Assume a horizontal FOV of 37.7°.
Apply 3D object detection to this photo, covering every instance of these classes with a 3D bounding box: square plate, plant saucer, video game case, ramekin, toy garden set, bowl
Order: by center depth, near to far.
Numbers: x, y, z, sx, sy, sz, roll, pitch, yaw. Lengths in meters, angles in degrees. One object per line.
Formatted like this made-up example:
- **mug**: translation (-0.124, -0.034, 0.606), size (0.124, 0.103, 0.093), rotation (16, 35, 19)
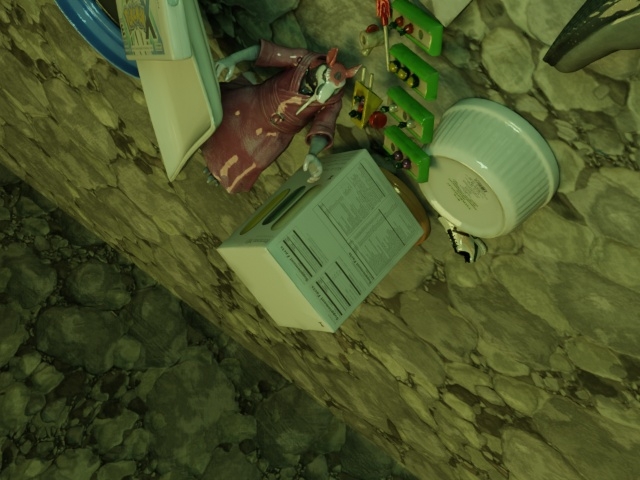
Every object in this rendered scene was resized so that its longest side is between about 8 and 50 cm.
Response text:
- **toy garden set**: translation (0.097, -0.232, 1.371), size (0.204, 0.049, 0.244), rotation (-128, 31, -48)
- **ramekin**: translation (0.240, -0.099, 1.406), size (0.207, 0.109, 0.207), rotation (36, 156, 19)
- **video game case**: translation (-0.285, -0.435, 1.480), size (0.329, 0.036, 0.300), rotation (-155, 55, -65)
- **square plate**: translation (-0.247, -0.305, 1.588), size (0.344, 0.049, 0.347), rotation (151, 105, -68)
- **plant saucer**: translation (0.116, -0.061, 1.768), size (0.200, 0.037, 0.200), rotation (36, 155, 20)
- **bowl**: translation (-0.416, -0.495, 1.863), size (0.391, 0.077, 0.391), rotation (36, 155, 19)

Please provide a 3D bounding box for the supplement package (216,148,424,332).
- **supplement package**: translation (0.000, 0.000, 1.675), size (0.198, 0.263, 0.199), rotation (53, 155, -19)

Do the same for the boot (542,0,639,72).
- **boot**: translation (0.395, -0.202, 0.982), size (0.222, 0.118, 0.338), rotation (41, 162, -6)

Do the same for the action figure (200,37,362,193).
- **action figure**: translation (-0.052, -0.223, 1.608), size (0.370, 0.276, 0.248), rotation (-25, 97, 40)

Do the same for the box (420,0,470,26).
- **box**: translation (0.151, -0.387, 1.133), size (0.183, 0.056, 0.231), rotation (46, 157, -2)

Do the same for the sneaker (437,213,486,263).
- **sneaker**: translation (0.243, -0.006, 1.644), size (0.109, 0.044, 0.040), rotation (46, 159, -1)
